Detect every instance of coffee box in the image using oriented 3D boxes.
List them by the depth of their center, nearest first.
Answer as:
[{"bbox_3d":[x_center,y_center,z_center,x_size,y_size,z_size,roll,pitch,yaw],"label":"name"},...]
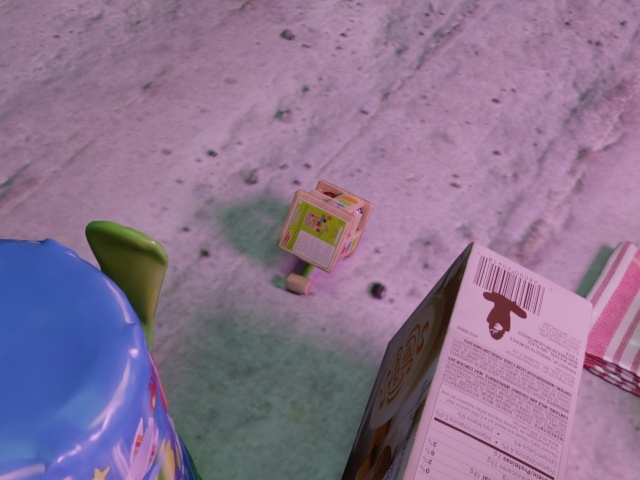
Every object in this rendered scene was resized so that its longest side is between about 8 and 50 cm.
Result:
[{"bbox_3d":[0.080,0.141,0.644,0.098,0.141,0.246,27,48,-3],"label":"coffee box"}]

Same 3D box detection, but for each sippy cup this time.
[{"bbox_3d":[-0.183,0.126,0.597,0.240,0.224,0.305,-10,51,-15],"label":"sippy cup"}]

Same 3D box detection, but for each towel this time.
[{"bbox_3d":[0.308,0.083,0.827,0.197,0.029,0.144,27,50,16],"label":"towel"}]

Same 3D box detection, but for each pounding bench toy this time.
[{"bbox_3d":[0.000,0.000,0.851,0.052,0.083,0.065,26,19,13],"label":"pounding bench toy"}]
